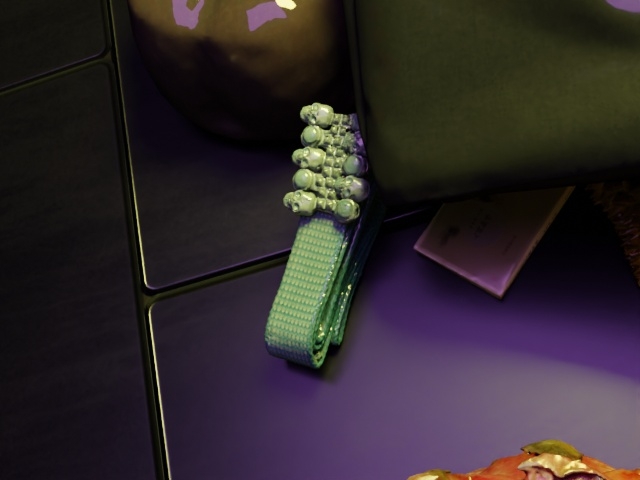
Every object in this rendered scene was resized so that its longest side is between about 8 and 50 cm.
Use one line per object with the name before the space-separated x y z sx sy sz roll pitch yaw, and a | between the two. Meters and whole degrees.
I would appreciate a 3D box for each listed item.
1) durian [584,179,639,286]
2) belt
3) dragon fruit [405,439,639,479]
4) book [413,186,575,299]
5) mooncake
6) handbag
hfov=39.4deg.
durian | 0.248 -0.072 0.617 0.146 0.102 0.208 -30 60 9
belt | 0.004 0.001 0.656 0.065 0.100 0.179 12 75 24
dragon fruit | 0.133 0.207 0.508 0.282 0.147 0.211 -38 63 0
book | 0.132 -0.020 0.672 0.077 0.014 0.111 31 79 25
mooncake | -0.046 -0.209 0.741 0.244 0.133 0.245 -7 60 11
handbag | 0.174 -0.149 0.576 0.301 0.177 0.275 -8 89 35
